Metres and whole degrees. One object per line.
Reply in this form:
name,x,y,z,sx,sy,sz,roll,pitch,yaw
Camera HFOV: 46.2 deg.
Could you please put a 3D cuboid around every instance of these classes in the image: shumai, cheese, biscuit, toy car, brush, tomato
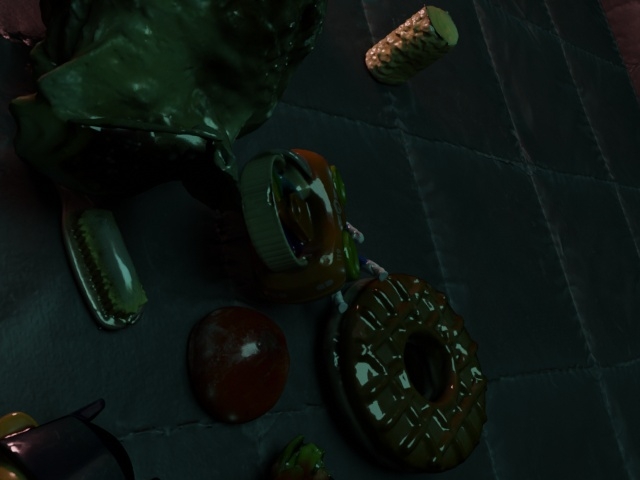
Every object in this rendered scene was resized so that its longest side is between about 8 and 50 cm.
shumai,-0.211,-0.208,0.879,0.395,0.395,0.348,36,62,-27
cheese,0.185,-0.387,1.507,0.123,0.167,0.094,-18,80,-52
biscuit,0.139,0.204,1.181,0.332,0.103,0.332,23,54,-35
toy car,-0.048,-0.037,1.024,0.235,0.145,0.235,-14,90,-79
brush,-0.286,-0.043,0.914,0.072,0.067,0.313,-17,79,-48
tomato,-0.094,0.155,0.979,0.139,0.091,0.159,22,56,-35

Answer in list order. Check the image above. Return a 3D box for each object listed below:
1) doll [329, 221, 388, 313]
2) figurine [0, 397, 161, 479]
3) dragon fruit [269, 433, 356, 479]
doll,0.000,0.000,1.153,0.227,0.114,0.057,54,9,31
figurine,-0.282,0.268,0.685,0.308,0.143,0.309,3,86,-45
dragon fruit,-0.005,0.372,0.895,0.200,0.198,0.269,45,28,-3
